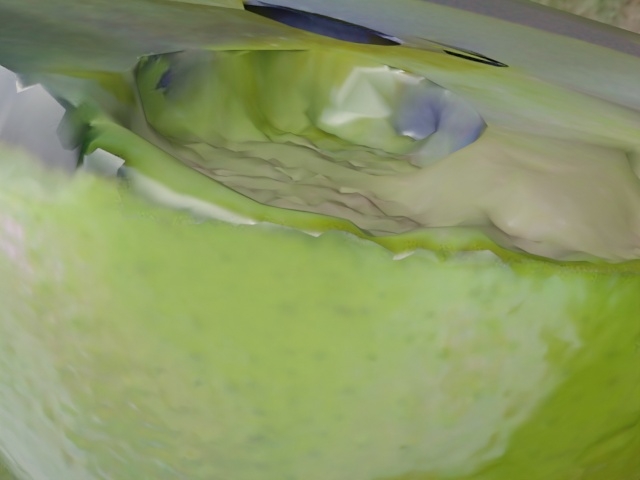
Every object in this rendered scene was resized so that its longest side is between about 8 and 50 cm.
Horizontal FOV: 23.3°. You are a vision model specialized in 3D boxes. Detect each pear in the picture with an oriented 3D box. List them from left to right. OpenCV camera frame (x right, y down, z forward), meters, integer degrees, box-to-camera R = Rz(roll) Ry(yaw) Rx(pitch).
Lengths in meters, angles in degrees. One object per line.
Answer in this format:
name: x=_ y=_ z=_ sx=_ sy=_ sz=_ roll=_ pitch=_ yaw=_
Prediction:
pear: x=0.003 y=0.005 z=0.574 sx=0.399 sy=0.399 sz=0.165 roll=27 pitch=113 yaw=37
